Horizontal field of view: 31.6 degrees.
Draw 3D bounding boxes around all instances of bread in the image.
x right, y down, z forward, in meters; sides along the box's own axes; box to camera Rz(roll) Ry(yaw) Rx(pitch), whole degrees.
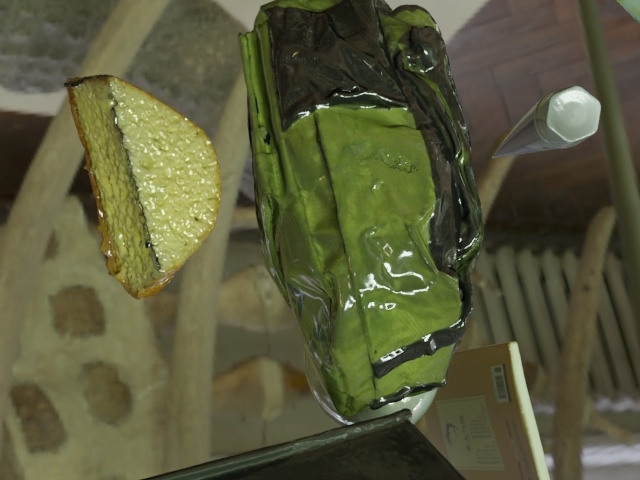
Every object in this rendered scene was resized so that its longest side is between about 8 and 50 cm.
[{"bbox_3d":[-0.185,-0.074,1.272,0.134,0.260,0.129,-21,-172,-34],"label":"bread"}]

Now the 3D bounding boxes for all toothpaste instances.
[{"bbox_3d":[0.326,-0.170,1.644,0.125,0.080,0.371,-37,-178,0],"label":"toothpaste"}]

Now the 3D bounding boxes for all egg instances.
[{"bbox_3d":[0.058,0.136,1.248,0.151,0.209,0.151,-3,116,-7],"label":"egg"}]

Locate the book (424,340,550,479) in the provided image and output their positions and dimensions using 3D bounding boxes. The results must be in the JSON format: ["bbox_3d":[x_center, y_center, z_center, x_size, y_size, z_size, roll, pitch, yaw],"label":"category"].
[{"bbox_3d":[0.256,0.306,1.821,0.032,0.269,0.389,-11,174,-18],"label":"book"}]

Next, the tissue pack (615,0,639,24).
[{"bbox_3d":[0.565,-0.369,1.517,0.162,0.388,0.287,-43,177,-46],"label":"tissue pack"}]

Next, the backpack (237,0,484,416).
[{"bbox_3d":[0.029,-0.020,0.712,0.140,0.253,0.207,-11,149,-2],"label":"backpack"}]

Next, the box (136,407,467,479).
[{"bbox_3d":[-0.027,0.332,0.972,0.345,0.204,0.251,-12,122,-25],"label":"box"}]
